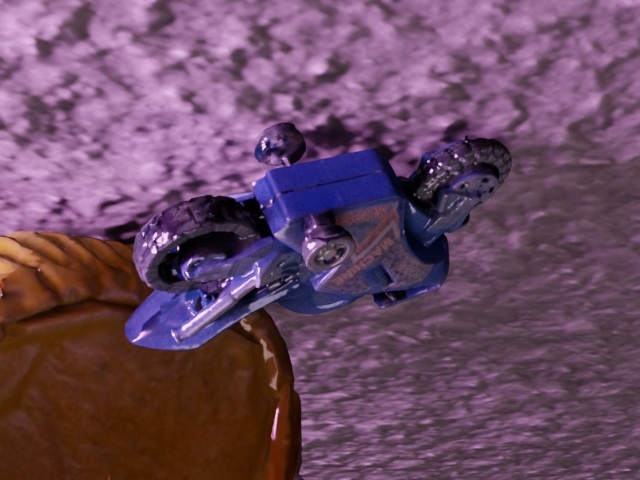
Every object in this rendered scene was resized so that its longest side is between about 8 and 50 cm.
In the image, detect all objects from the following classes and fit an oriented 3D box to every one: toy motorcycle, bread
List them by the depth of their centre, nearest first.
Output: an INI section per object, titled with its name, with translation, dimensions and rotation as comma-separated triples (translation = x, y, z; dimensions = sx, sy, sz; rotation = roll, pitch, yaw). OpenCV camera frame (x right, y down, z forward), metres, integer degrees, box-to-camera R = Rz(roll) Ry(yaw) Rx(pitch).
[toy motorcycle]
translation = 0.000, 0.000, 0.812
dimensions = 0.205, 0.076, 0.114
rotation = -14, 148, -19
[bread]
translation = -0.140, 0.112, 0.880
dimensions = 0.253, 0.227, 0.142
rotation = 14, 170, -42
